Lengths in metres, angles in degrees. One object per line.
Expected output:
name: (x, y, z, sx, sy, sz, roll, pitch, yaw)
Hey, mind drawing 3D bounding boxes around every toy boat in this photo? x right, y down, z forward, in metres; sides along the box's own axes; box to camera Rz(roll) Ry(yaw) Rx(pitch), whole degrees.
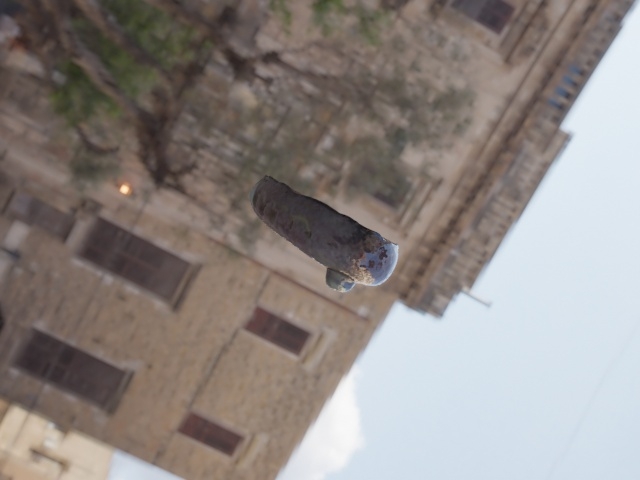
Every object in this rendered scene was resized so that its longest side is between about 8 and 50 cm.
toy boat: (0.000, 0.000, 1.601, 0.227, 0.155, 0.085, 30, -89, 51)
